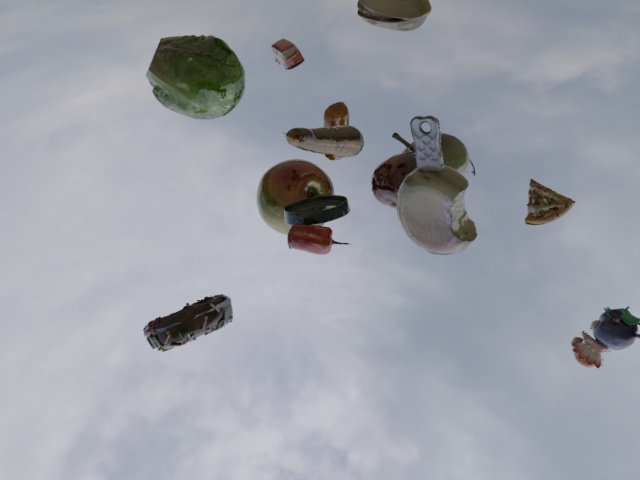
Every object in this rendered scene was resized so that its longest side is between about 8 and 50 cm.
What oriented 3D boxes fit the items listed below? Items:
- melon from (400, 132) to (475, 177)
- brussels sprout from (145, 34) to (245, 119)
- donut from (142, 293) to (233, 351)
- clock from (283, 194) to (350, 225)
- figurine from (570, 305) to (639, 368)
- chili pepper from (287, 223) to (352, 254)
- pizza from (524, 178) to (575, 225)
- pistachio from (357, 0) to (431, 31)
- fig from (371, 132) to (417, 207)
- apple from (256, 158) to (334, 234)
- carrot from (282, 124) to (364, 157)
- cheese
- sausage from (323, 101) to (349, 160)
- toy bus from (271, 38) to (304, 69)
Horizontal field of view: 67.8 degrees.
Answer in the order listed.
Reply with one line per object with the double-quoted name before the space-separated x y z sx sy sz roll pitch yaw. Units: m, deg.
"melon" 0.463 -0.312 1.944 0.308 0.271 0.272 -37 -132 -25
"brussels sprout" -0.316 -0.418 1.226 0.244 0.244 0.244 -2 -142 2
"donut" -0.372 0.236 1.369 0.270 0.270 0.103 -22 -96 -21
"clock" -0.013 -0.100 1.525 0.215 0.041 0.215 -8 -163 3
"figurine" 0.712 0.243 1.177 0.112 0.195 0.102 25 -145 6
"chili pepper" 0.000 0.000 1.410 0.192 0.086 0.084 8 -98 2
"pizza" 0.817 -0.148 1.732 0.185 0.176 0.036 -17 -173 41
"pistachio" 0.149 -0.480 0.971 0.149 0.113 0.113 -2 -142 8
"fig" 0.285 -0.222 1.555 0.249 0.186 0.204 -59 -164 -14
"apple" -0.090 -0.167 1.873 0.319 0.319 0.277 -33 -150 -32
"carrot" 0.000 -0.221 1.037 0.078 0.078 0.298 22 -161 30
"cheese" 0.219 -0.103 0.920 0.163 0.286 0.082 12 -138 34
"sausage" 0.054 -0.369 1.648 0.098 0.238 0.098 0 -125 0
"toy bus" -0.122 -0.678 1.727 0.079 0.077 0.174 -31 -143 -3
